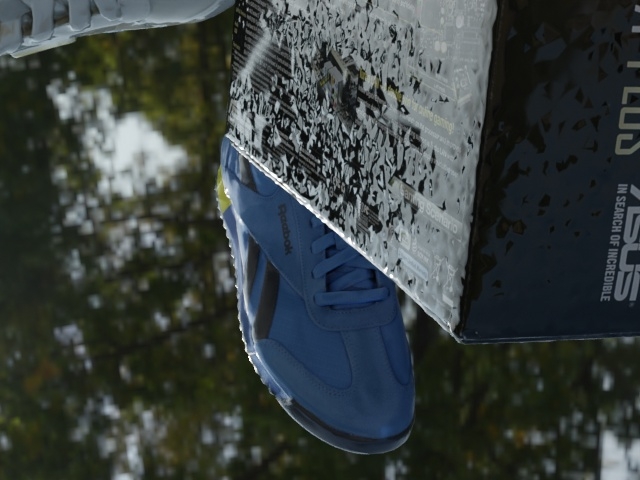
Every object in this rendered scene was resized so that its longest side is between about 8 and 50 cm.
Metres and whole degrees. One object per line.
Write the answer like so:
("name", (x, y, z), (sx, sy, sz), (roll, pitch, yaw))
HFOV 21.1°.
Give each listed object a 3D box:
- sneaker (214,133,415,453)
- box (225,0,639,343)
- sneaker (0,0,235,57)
("sneaker", (0.000, 0.000, 0.799), (0.069, 0.082, 0.209), (1, -133, -23))
("box", (0.041, -0.073, 0.436), (0.077, 0.147, 0.180), (-1, -163, -20))
("sneaker", (-0.128, -0.112, 0.736), (0.228, 0.087, 0.092), (0, -138, 29))
